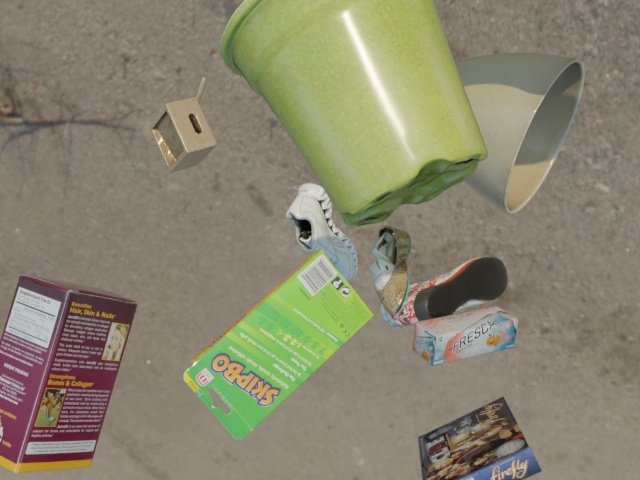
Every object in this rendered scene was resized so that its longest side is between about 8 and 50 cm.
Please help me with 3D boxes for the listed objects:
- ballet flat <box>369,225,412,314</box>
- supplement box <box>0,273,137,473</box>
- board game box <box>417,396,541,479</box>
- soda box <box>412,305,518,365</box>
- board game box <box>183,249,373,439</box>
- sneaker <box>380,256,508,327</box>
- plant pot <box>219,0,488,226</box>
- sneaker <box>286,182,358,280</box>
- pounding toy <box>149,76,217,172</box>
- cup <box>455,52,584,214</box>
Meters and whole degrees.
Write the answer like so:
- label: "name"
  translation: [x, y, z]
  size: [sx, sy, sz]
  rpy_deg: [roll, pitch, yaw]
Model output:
- label: "ballet flat"
  translation: [0.115, 0.045, 1.355]
  size: [0.067, 0.206, 0.073]
  rpy_deg: [31, 121, -14]
- label: "supplement box"
  translation: [-0.279, 0.139, 0.832]
  size: [0.081, 0.188, 0.104]
  rpy_deg: [13, 176, 30]
- label: "board game box"
  translation: [0.236, 0.327, 1.218]
  size: [0.165, 0.243, 0.042]
  rpy_deg: [-27, 92, 6]
- label: "soda box"
  translation: [0.251, 0.163, 1.364]
  size: [0.183, 0.063, 0.058]
  rpy_deg: [-8, 114, -28]
- label: "board game box"
  translation: [-0.057, 0.141, 1.086]
  size: [0.124, 0.259, 0.039]
  rpy_deg: [52, 160, -10]
- label: "sneaker"
  translation: [0.235, 0.098, 1.528]
  size: [0.145, 0.270, 0.090]
  rpy_deg: [-11, 97, 49]
- label: "plant pot"
  translation: [0.060, -0.165, 0.918]
  size: [0.276, 0.276, 0.253]
  rpy_deg: [-35, 76, 41]
- label: "sneaker"
  translation: [0.000, 0.000, 1.998]
  size: [0.110, 0.118, 0.292]
  rpy_deg: [-4, 127, 39]
- label: "pounding toy"
  translation: [-0.272, -0.235, 1.612]
  size: [0.130, 0.100, 0.141]
  rpy_deg: [-31, 82, 55]
- label: "cup"
  translation: [0.358, -0.252, 1.626]
  size: [0.237, 0.331, 0.331]
  rpy_deg: [29, 141, 25]
